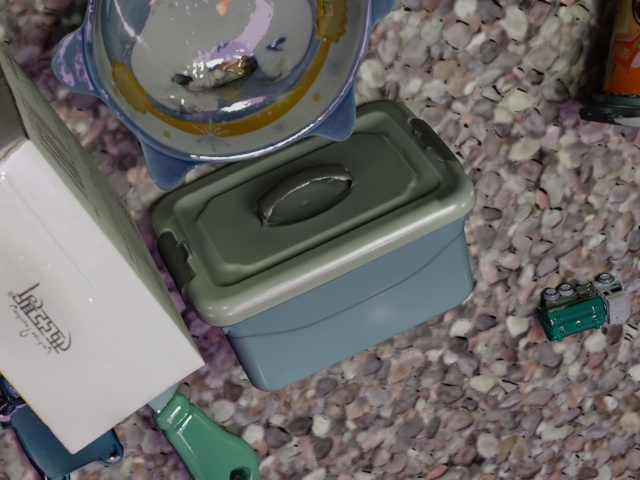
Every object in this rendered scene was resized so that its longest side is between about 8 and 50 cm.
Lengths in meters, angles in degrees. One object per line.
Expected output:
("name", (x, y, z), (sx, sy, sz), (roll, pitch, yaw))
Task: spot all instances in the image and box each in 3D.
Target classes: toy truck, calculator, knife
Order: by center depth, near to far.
("calculator", (-0.213, 0.135, 1.169), (0.094, 0.019, 0.141), (-27, 118, -8))
("knife", (-0.129, 0.113, 1.182), (0.063, 0.035, 0.260), (-44, 118, -16))
("toy truck", (0.230, 0.060, 1.283), (0.083, 0.044, 0.039), (-16, 120, -13))

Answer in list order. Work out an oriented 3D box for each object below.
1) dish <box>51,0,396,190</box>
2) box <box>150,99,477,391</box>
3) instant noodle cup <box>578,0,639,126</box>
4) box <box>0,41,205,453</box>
("dish", (-0.076, -0.152, 1.052), (0.236, 0.086, 0.227), (6, 112, -23))
("box", (0.000, 0.000, 1.111), (0.227, 0.162, 0.130), (-26, 130, -7))
("instant noodle cup", (0.297, -0.150, 1.152), (0.178, 0.208, 0.125), (7, 99, 20))
("box", (-0.194, -0.012, 0.971), (0.111, 0.260, 0.194), (-36, 119, -3))
